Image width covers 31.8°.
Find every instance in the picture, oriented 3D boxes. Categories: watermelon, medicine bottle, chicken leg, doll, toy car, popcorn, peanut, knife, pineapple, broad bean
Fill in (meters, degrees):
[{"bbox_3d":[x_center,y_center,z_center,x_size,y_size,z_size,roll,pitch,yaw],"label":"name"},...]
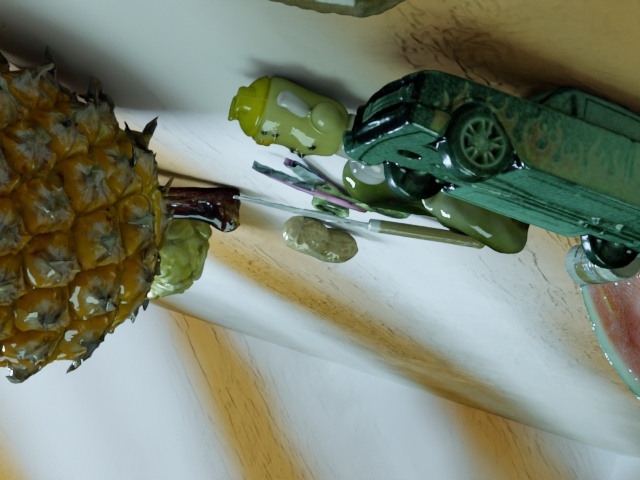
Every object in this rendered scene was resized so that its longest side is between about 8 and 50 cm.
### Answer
[{"bbox_3d":[0.392,0.070,1.289,0.207,0.136,0.202,40,146,38],"label":"watermelon"},{"bbox_3d":[0.294,0.022,1.168,0.047,0.047,0.083,18,169,-13],"label":"medicine bottle"},{"bbox_3d":[-0.300,-0.077,1.427,0.407,0.096,0.158,16,150,-10],"label":"chicken leg"},{"bbox_3d":[0.002,-0.095,0.965,0.162,0.062,0.106,17,174,-9],"label":"doll"},{"bbox_3d":[0.182,-0.051,0.835,0.320,0.097,0.141,18,169,-17],"label":"toy car"},{"bbox_3d":[-0.253,0.001,1.560,0.195,0.173,0.168,20,-178,4],"label":"popcorn"},{"bbox_3d":[0.000,0.000,1.470,0.113,0.054,0.054,19,169,-28],"label":"peanut"},{"bbox_3d":[0.045,-0.021,1.303,0.298,0.017,0.047,9,180,-3],"label":"knife"},{"bbox_3d":[-0.322,-0.032,1.099,0.352,0.352,0.300,8,177,35],"label":"pineapple"},{"bbox_3d":[0.119,-0.044,1.074,0.153,0.072,0.206,29,174,-42],"label":"broad bean"}]

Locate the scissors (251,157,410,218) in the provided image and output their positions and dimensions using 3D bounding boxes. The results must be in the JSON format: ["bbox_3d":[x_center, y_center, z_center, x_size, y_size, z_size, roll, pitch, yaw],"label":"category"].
[{"bbox_3d":[0.006,-0.056,1.261,0.133,0.020,0.187,1,164,43],"label":"scissors"}]

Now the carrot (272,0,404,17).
[{"bbox_3d":[-0.104,-0.182,0.680,0.342,0.070,0.070,15,169,2],"label":"carrot"}]
